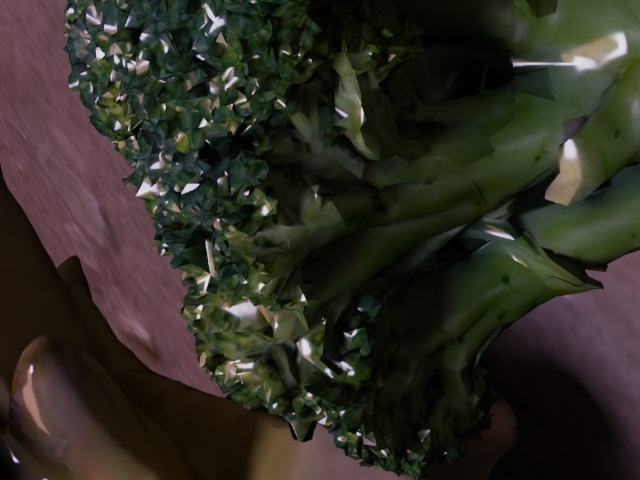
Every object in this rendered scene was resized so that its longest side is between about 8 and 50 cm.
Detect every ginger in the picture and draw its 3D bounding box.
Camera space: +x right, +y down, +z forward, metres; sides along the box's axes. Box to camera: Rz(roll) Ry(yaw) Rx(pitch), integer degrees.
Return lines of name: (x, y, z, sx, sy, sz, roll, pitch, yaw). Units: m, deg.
ginger: (-0.005, 0.141, 0.651, 0.358, 0.211, 0.413, 75, 170, -70)

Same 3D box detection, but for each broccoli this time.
broccoli: (0.016, -0.050, 0.401, 0.156, 0.195, 0.195, 21, 144, 27)

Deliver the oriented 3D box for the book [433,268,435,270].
book: (0.000, 0.000, 0.705, 0.160, 0.024, 0.228, 48, 159, 27)
